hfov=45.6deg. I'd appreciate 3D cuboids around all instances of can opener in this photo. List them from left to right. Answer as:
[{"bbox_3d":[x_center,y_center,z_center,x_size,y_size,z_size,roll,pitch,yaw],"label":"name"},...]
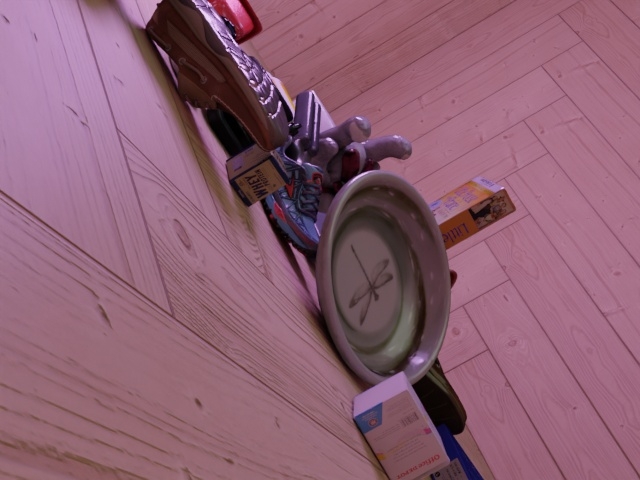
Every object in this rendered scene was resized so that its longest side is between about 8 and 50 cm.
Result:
[{"bbox_3d":[-0.056,-0.218,1.727,0.076,0.095,0.284,54,30,-45],"label":"can opener"}]

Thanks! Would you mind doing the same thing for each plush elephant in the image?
[{"bbox_3d":[0.045,-0.126,1.858,0.272,0.329,0.256,16,65,-62],"label":"plush elephant"}]

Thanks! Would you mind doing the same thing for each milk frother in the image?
[{"bbox_3d":[-0.122,-0.231,1.378,0.135,0.143,0.129,60,13,-23],"label":"milk frother"}]

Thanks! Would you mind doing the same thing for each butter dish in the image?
[{"bbox_3d":[-0.257,-0.560,1.961,0.160,0.160,0.118,56,30,-25],"label":"butter dish"}]

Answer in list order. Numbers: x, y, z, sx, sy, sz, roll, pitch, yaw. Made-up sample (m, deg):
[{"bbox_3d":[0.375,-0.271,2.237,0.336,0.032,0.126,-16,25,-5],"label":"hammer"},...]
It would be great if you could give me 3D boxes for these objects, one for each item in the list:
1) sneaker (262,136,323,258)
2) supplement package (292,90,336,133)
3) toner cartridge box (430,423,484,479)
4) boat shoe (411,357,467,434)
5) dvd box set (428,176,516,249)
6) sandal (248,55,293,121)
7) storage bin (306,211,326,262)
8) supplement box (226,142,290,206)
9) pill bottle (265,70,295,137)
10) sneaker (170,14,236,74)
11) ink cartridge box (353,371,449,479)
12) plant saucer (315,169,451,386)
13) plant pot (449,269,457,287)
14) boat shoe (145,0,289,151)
[{"bbox_3d":[-0.046,-0.091,1.423,0.262,0.125,0.104,62,7,24],"label":"sneaker"},{"bbox_3d":[-0.031,-0.295,2.267,0.178,0.175,0.293,62,6,9],"label":"supplement package"},{"bbox_3d":[0.325,0.555,1.622,0.348,0.075,0.165,55,9,-35],"label":"toner cartridge box"},{"bbox_3d":[0.214,0.272,1.602,0.307,0.110,0.104,51,41,-14],"label":"boat shoe"},{"bbox_3d":[0.208,-0.004,1.698,0.062,0.420,0.307,59,7,-7],"label":"dvd box set"},{"bbox_3d":[-0.182,-0.358,1.801,0.168,0.107,0.446,54,-5,-33],"label":"sandal"},{"bbox_3d":[0.000,0.000,1.597,0.091,0.098,0.135,19,32,-36],"label":"storage bin"},{"bbox_3d":[-0.104,-0.114,1.253,0.056,0.083,0.083,55,9,-33],"label":"supplement box"},{"bbox_3d":[-0.129,-0.340,1.964,0.117,0.117,0.215,51,11,-55],"label":"pill bottle"},{"bbox_3d":[-0.201,-0.339,1.354,0.079,0.121,0.217,53,9,-44],"label":"sneaker"},{"bbox_3d":[0.123,0.291,1.151,0.143,0.092,0.090,61,5,-6],"label":"ink cartridge box"},{"bbox_3d":[0.100,0.074,1.414,0.400,0.100,0.401,11,75,-49],"label":"plant saucer"},{"bbox_3d":[0.239,0.086,2.380,0.265,0.272,0.272,54,3,25],"label":"plant pot"},{"bbox_3d":[-0.169,-0.264,1.232,0.324,0.116,0.123,55,16,14],"label":"boat shoe"}]
